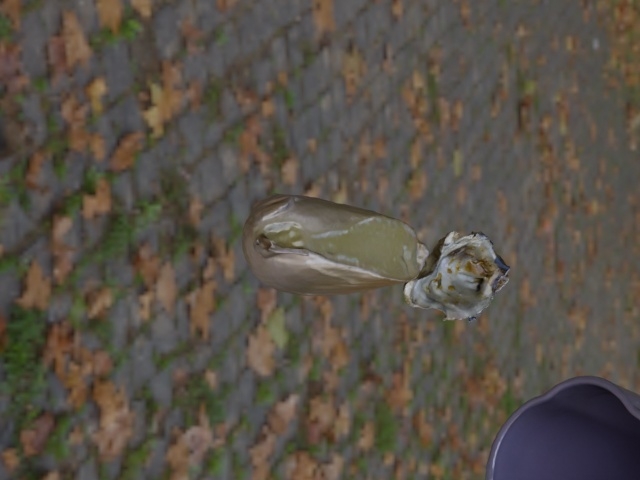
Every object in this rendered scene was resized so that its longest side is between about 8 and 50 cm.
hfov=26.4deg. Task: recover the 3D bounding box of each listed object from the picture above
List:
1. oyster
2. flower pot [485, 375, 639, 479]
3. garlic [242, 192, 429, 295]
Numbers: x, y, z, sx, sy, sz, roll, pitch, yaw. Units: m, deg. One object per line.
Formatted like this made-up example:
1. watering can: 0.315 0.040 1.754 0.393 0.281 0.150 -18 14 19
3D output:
1. oyster: 0.149 0.036 1.458 0.148 0.051 0.103 24 93 -41
2. flower pot: 0.343 0.304 1.481 0.243 0.265 0.265 21 66 -36
3. garlic: -0.005 0.002 1.162 0.195 0.101 0.087 13 77 -48
